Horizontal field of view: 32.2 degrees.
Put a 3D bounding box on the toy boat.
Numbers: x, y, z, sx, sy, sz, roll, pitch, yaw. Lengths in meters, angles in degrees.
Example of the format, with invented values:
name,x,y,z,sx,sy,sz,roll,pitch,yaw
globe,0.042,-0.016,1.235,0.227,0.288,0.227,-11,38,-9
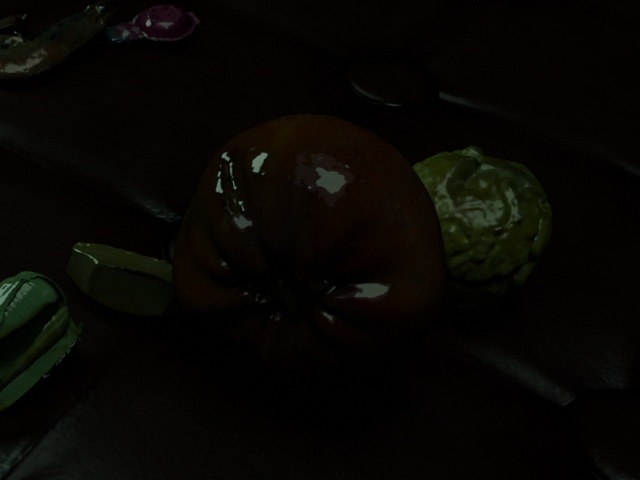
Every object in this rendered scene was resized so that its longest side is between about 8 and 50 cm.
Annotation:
name,x,y,z,sx,sy,sz,roll,pitch,yaw
toy boat,-0.188,0.045,1.185,0.172,0.065,0.066,17,19,1

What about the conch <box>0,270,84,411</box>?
name,x,y,z,sx,sy,sz,roll,pitch,yaw
conch,-0.292,0.106,1.075,0.106,0.079,0.170,15,54,12

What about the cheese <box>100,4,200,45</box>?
name,x,y,z,sx,sy,sz,roll,pitch,yaw
cheese,-0.247,-0.312,1.622,0.145,0.038,0.095,-17,45,-23

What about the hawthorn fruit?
name,x,y,z,sx,sy,sz,roll,pitch,yaw
hawthorn fruit,0.000,0.000,1.135,0.277,0.277,0.298,23,27,12

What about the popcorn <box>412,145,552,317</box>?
name,x,y,z,sx,sy,sz,roll,pitch,yaw
popcorn,0.176,-0.010,1.282,0.198,0.198,0.212,26,5,16

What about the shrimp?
name,x,y,z,sx,sy,sz,roll,pitch,yaw
shrimp,-0.390,-0.290,1.544,0.143,0.052,0.251,28,42,22
